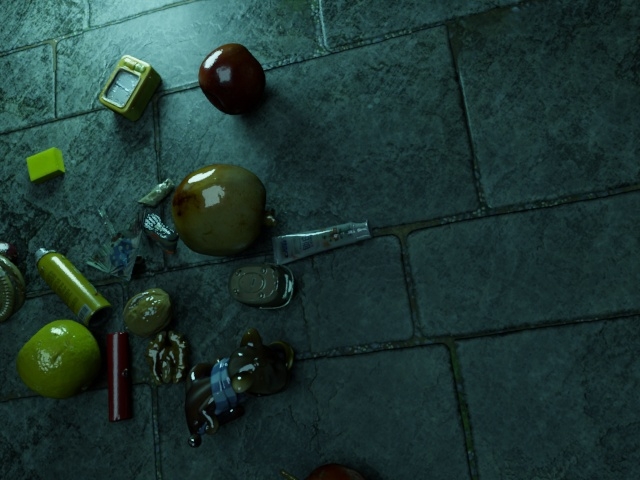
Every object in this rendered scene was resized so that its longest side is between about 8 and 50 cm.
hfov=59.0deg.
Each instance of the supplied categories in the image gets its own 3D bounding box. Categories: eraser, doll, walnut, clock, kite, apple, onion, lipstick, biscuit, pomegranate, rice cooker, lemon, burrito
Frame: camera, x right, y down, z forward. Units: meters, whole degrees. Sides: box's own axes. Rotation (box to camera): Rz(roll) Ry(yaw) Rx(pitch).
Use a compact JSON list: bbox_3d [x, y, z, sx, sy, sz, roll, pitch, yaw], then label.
[{"bbox_3d":[-1.007,-0.275,2.076,0.122,0.045,0.097,-21,75,8],"label":"eraser"},{"bbox_3d":[-0.243,0.426,1.636,0.340,0.318,0.209,-38,113,23],"label":"doll"},{"bbox_3d":[-0.547,0.228,1.803,0.166,0.149,0.166,-30,34,23],"label":"walnut"},{"bbox_3d":[-0.682,-0.546,2.027,0.143,0.096,0.202,26,87,14],"label":"clock"},{"bbox_3d":[-0.688,0.001,1.912,0.335,0.011,0.314,-37,66,19],"label":"kite"},{"bbox_3d":[-0.290,-0.529,1.863,0.218,0.218,0.201,43,85,18],"label":"apple"},{"bbox_3d":[-1.140,0.057,2.018,0.107,0.097,0.107,9,71,-28],"label":"onion"},{"bbox_3d":[-0.650,0.438,1.824,0.073,0.073,0.279,-10,76,12],"label":"lipstick"},{"bbox_3d":[-1.140,0.165,1.956,0.259,0.079,0.259,5,109,14],"label":"biscuit"},{"bbox_3d":[-0.290,-0.093,1.728,0.319,0.319,0.319,-3,78,13],"label":"pomegranate"},{"bbox_3d":[-0.185,0.137,1.742,0.206,0.127,0.145,0,79,23],"label":"rice cooker"},{"bbox_3d":[-0.810,0.388,1.793,0.219,0.240,0.240,38,89,5],"label":"lemon"},{"bbox_3d":[-0.563,-0.157,1.942,0.149,0.041,0.055,-36,59,8],"label":"burrito"},{"bbox_3d":[-0.481,0.372,1.796,0.143,0.069,0.170,-5,79,12],"label":"walnut"}]

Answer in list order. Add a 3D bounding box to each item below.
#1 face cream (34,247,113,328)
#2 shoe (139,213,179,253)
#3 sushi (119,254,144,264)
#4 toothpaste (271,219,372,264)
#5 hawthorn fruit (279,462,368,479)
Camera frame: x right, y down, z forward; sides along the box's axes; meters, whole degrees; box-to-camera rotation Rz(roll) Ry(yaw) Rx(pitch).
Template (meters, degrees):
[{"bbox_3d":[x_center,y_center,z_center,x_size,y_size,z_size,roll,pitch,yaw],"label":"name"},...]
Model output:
[{"bbox_3d":[-0.851,0.148,1.917,0.349,0.105,0.105,39,90,18],"label":"face cream"},{"bbox_3d":[-0.548,-0.021,1.898,0.194,0.074,0.077,31,131,30],"label":"shoe"},{"bbox_3d":[-0.642,0.058,1.914,0.083,0.046,0.044,-2,77,14],"label":"sushi"},{"bbox_3d":[0.000,0.000,1.761,0.323,0.066,0.100,-14,73,16],"label":"toothpaste"},{"bbox_3d":[0.015,0.723,1.502,0.330,0.287,0.287,34,88,24],"label":"hawthorn fruit"}]
